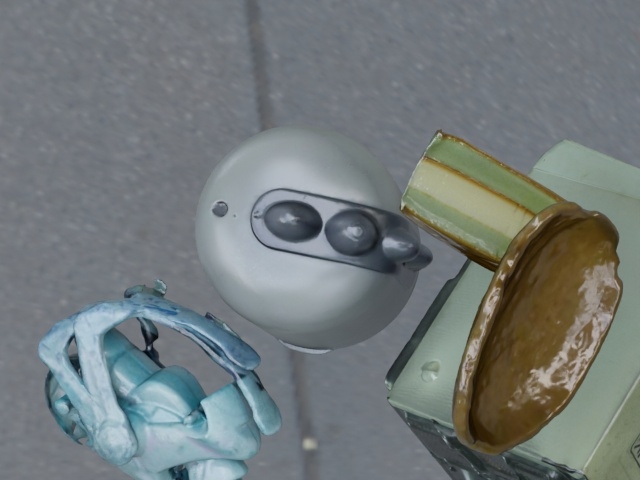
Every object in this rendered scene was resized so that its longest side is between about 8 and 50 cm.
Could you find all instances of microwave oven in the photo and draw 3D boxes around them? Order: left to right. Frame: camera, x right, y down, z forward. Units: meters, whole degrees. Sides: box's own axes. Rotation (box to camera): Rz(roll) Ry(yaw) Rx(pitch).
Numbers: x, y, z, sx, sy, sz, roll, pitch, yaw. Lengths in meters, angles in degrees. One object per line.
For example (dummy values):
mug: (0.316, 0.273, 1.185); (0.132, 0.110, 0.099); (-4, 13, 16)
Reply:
microwave oven: (0.282, 0.151, 1.701); (0.247, 0.394, 0.333); (21, 68, 40)

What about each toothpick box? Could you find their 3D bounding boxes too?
toothpick box: (0.000, 0.000, 1.777); (0.229, 0.316, 0.229); (-1, 84, 5)

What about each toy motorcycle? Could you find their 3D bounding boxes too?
toy motorcycle: (-0.161, 0.161, 1.839); (0.260, 0.154, 0.206); (33, 115, 13)

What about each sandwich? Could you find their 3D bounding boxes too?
sandwich: (0.119, -0.030, 1.482); (0.079, 0.163, 0.113); (-65, 25, -2)

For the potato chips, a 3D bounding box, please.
potato chips: (0.155, 0.063, 1.344); (0.049, 0.150, 0.201); (25, 86, 40)
